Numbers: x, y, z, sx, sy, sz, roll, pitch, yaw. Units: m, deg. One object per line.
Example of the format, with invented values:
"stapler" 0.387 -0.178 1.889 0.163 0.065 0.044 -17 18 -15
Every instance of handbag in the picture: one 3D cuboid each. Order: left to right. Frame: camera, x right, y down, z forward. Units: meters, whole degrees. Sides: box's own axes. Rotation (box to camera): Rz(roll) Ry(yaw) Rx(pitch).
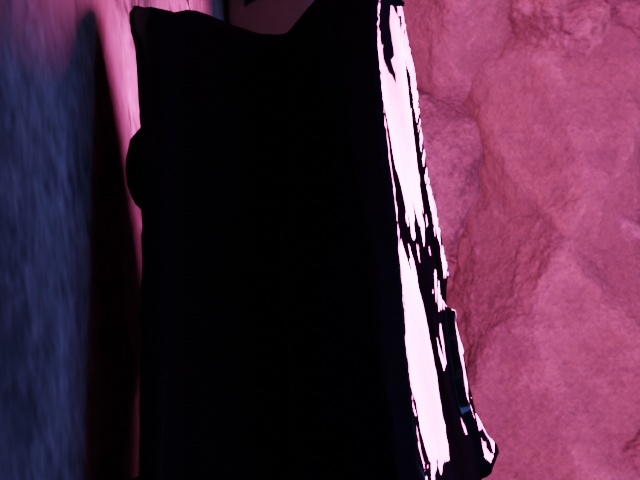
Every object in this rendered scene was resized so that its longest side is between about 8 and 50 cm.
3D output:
"handbag" 0.006 0.108 0.540 0.269 0.118 0.326 68 17 -56

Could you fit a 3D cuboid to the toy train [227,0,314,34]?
"toy train" 0.000 0.000 0.960 0.088 0.086 0.407 -58 143 -76
